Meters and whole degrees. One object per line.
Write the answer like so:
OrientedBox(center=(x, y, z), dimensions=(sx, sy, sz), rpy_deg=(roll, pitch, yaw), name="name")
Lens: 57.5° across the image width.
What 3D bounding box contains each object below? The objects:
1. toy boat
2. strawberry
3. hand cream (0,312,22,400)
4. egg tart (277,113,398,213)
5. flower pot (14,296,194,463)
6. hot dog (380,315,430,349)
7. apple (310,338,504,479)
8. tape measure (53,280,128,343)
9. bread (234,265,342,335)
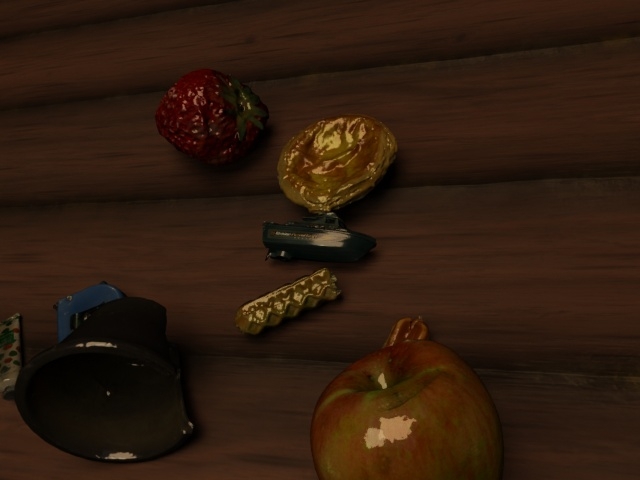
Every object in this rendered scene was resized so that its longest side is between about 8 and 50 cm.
OrientedBox(center=(-0.001, -0.003, 1.467), dimensions=(0.296, 0.114, 0.122), rpy_deg=(2, 66, 21), name="toy boat")
OrientedBox(center=(-0.341, -0.346, 1.737), dimensions=(0.310, 0.292, 0.291), rpy_deg=(-37, 48, 25), name="strawberry")
OrientedBox(center=(-0.844, 0.311, 1.575), dimensions=(0.095, 0.059, 0.276), rpy_deg=(-30, 48, -6), name="hand cream")
OrientedBox(center=(0.048, -0.201, 1.578), dimensions=(0.341, 0.132, 0.341), rpy_deg=(-9, 52, 12), name="egg tart")
OrientedBox(center=(-0.454, 0.286, 1.306), dimensions=(0.379, 0.379, 0.251), rpy_deg=(-15, 35, 8), name="flower pot")
OrientedBox(center=(0.167, 0.261, 1.257), dimensions=(0.092, 0.062, 0.235), rpy_deg=(22, 68, 30), name="hot dog")
OrientedBox(center=(0.155, 0.357, 1.026), dimensions=(0.340, 0.339, 0.339), rpy_deg=(-9, 54, 13), name="apple")
OrientedBox(center=(-0.574, 0.268, 1.488), dimensions=(0.215, 0.098, 0.351), rpy_deg=(-24, 54, 3), name="tape measure")
OrientedBox(center=(-0.081, 0.149, 1.404), dimensions=(0.269, 0.087, 0.098), rpy_deg=(-25, 53, 0), name="bread")
